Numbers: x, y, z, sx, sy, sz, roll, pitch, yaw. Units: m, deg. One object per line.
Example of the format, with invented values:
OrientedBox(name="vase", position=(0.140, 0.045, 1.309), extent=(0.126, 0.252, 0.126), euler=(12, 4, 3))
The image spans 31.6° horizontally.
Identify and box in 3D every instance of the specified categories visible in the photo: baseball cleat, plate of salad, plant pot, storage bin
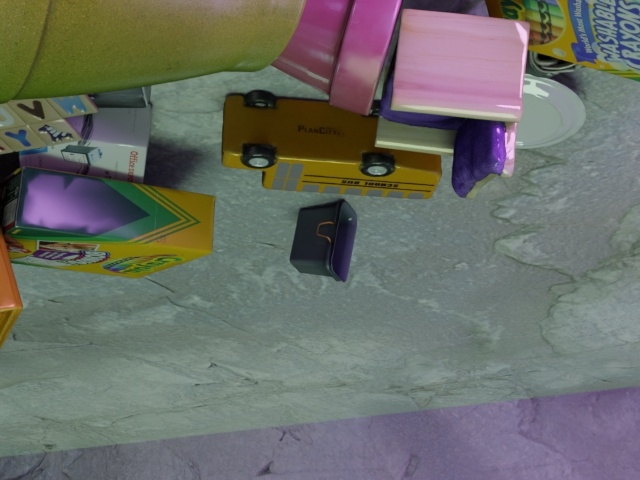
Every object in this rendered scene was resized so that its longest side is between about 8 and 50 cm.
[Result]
OrientedBox(name="baseball cleat", position=(0.296, -0.247, 1.460), extent=(0.110, 0.072, 0.206), euler=(-14, -175, -25))
OrientedBox(name="plate of salad", position=(0.289, -0.196, 1.665), extent=(0.200, 0.048, 0.200), euler=(9, 154, 4))
OrientedBox(name="plant pot", position=(0.001, -0.270, 1.366), extent=(0.180, 0.201, 0.201), euler=(17, 155, 2))
OrientedBox(name="storage bin", position=(0.000, 0.000, 2.005), extent=(0.091, 0.135, 0.098), euler=(1, 157, 23))
OrientedBox(name="plant pot", position=(-0.209, -0.305, 1.144), extent=(0.353, 0.366, 0.366), euler=(0, 158, -29))

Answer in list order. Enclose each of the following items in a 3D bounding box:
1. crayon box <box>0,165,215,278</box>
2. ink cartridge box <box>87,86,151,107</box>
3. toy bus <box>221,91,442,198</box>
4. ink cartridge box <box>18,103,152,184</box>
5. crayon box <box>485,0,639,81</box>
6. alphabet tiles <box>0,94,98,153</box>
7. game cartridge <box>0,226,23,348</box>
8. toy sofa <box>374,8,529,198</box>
OrientedBox(name="crayon box", position=(-0.388, -0.019, 1.875), extent=(0.313, 0.106, 0.363), euler=(9, 168, -27))
OrientedBox(name="ink cartridge box", position=(-0.391, -0.274, 1.485), extent=(0.304, 0.072, 0.307), euler=(1, 157, 0))
OrientedBox(name="toy bus", position=(0.015, -0.140, 1.721), extent=(0.333, 0.108, 0.130), euler=(3, 156, -8))
OrientedBox(name="ink cartridge box", position=(-0.359, -0.154, 1.726), extent=(0.191, 0.082, 0.139), euler=(7, 154, -9))
OrientedBox(name="crayon box", position=(0.296, -0.282, 1.272), extent=(0.323, 0.083, 0.203), euler=(22, 165, 26))
OrientedBox(name="alphabet tiles", position=(-0.477, -0.215, 1.515), extent=(0.285, 0.011, 0.342), euler=(-7, 150, 17))
OrientedBox(name="game cartridge", position=(-0.557, 0.008, 1.802), extent=(0.053, 0.323, 0.285), euler=(-8, 162, -29))
OrientedBox(name="toy sofa", position=(0.151, -0.159, 1.423), extent=(0.150, 0.177, 0.362), euler=(7, 178, 0))
